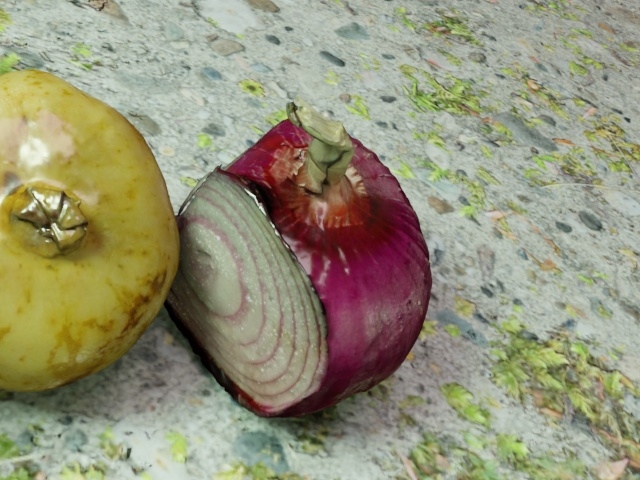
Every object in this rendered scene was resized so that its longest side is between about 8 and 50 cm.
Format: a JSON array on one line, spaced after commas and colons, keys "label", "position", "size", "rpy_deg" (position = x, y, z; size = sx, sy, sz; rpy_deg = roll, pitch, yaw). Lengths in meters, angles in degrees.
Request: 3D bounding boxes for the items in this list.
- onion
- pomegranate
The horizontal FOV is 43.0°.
[{"label": "onion", "position": [-0.008, 0.016, 0.743], "size": [0.230, 0.272, 0.256], "rpy_deg": [-23, 96, -48]}, {"label": "pomegranate", "position": [-0.223, -0.007, 0.635], "size": [0.248, 0.248, 0.248], "rpy_deg": [15, 42, -14]}]
